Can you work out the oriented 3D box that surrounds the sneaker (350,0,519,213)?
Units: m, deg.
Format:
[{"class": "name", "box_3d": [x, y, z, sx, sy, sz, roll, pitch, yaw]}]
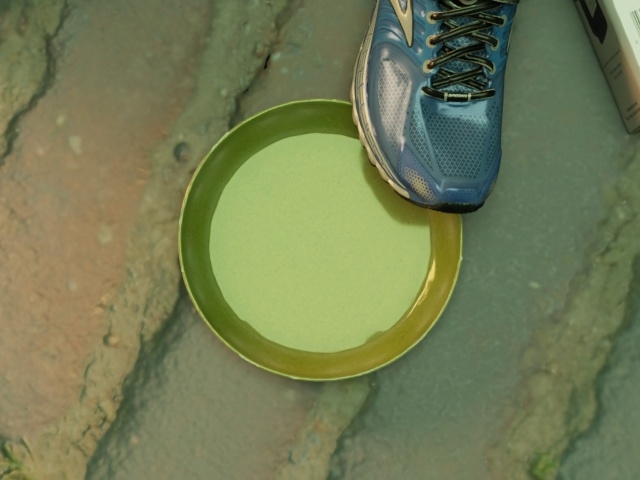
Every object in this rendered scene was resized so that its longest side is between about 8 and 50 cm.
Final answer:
[{"class": "sneaker", "box_3d": [0.100, -0.186, 1.194, 0.129, 0.147, 0.330, -1, 79, -14]}]

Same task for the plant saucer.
[{"class": "plant saucer", "box_3d": [0.000, 0.000, 1.247, 0.241, 0.037, 0.241, 0, 84, -1]}]

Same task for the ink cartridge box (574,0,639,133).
[{"class": "ink cartridge box", "box_3d": [0.305, -0.236, 1.244, 0.172, 0.100, 0.237, -21, 85, -3]}]
